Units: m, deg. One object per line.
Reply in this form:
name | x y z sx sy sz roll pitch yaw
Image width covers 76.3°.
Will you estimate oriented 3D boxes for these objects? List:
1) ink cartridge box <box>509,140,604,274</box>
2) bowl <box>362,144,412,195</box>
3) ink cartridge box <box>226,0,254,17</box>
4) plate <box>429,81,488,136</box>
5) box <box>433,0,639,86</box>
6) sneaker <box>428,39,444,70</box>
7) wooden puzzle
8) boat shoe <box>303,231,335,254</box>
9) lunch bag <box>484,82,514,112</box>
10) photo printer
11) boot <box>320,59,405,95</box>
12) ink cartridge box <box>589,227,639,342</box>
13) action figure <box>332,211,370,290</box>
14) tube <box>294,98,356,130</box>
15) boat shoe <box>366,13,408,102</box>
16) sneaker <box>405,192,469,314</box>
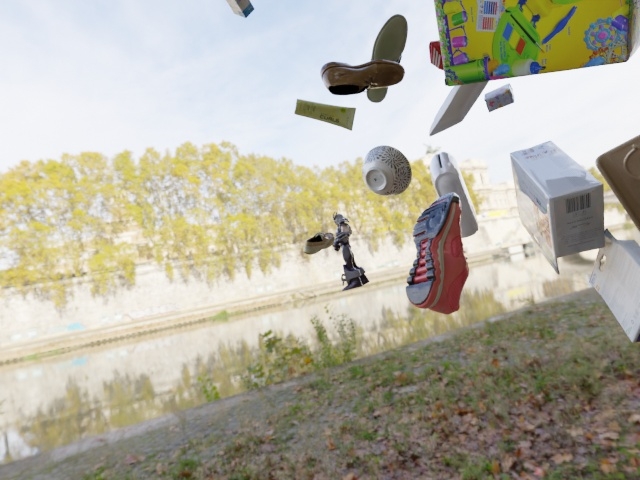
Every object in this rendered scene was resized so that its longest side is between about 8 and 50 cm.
ink cartridge box | 0.684 -0.101 1.194 0.130 0.271 0.309 -16 32 14
bowl | 0.191 -0.203 1.273 0.170 0.170 0.080 -17 17 44
ink cartridge box | -0.303 -0.866 1.447 0.052 0.088 0.122 -49 -34 -3
plate | 0.596 -0.597 1.751 0.278 0.045 0.277 -30 -22 -33
box | 0.341 -0.429 0.640 0.279 0.289 0.177 11 40 43
sneaker | 0.500 -0.774 1.569 0.128 0.221 0.087 22 21 -7
wooden puzzle | 1.113 -0.216 1.262 0.348 0.322 0.080 -34 -2 36
boat shoe | 0.000 0.000 1.248 0.050 0.045 0.135 20 33 29
lunch bag | 0.497 -0.398 1.131 0.071 0.053 0.083 -18 28 32
photo printer | 0.522 -0.196 1.615 0.107 0.307 0.256 -20 25 22
boot | 0.158 -0.551 1.418 0.306 0.115 0.112 -7 -34 -12
ink cartridge box | 0.809 0.113 1.075 0.045 0.223 0.223 -11 -49 7
action figure | 0.089 0.031 1.450 0.099 0.284 0.185 -16 -7 10
tube | 0.019 -0.503 1.603 0.240 0.062 0.070 11 -43 -9
boat shoe | 0.271 -0.754 1.698 0.127 0.339 0.113 10 30 0
sneaker | 0.303 0.034 1.001 0.136 0.313 0.116 27 -23 -22
